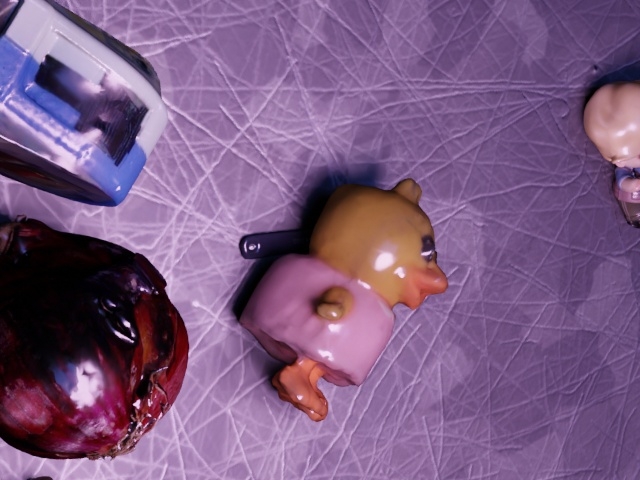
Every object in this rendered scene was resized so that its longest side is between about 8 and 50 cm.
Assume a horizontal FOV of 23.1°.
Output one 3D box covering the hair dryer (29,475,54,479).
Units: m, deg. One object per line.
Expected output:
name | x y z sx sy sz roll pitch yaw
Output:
hair dryer | -0.328 0.337 1.617 0.181 0.064 0.117 -31 111 -17

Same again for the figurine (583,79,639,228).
figurine | 0.399 -0.109 1.994 0.114 0.108 0.196 -28 114 -23

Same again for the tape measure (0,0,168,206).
tape measure | -0.277 -0.138 1.480 0.262 0.259 0.138 27 81 -31

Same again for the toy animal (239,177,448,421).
toy animal | 0.031 0.052 1.744 0.169 0.195 0.281 40 82 10

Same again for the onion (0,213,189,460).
onion | -0.248 0.111 1.523 0.221 0.281 0.281 -34 115 12

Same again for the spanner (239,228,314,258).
spanner | 0.000 0.000 1.808 0.208 0.012 0.046 -7 99 -31
